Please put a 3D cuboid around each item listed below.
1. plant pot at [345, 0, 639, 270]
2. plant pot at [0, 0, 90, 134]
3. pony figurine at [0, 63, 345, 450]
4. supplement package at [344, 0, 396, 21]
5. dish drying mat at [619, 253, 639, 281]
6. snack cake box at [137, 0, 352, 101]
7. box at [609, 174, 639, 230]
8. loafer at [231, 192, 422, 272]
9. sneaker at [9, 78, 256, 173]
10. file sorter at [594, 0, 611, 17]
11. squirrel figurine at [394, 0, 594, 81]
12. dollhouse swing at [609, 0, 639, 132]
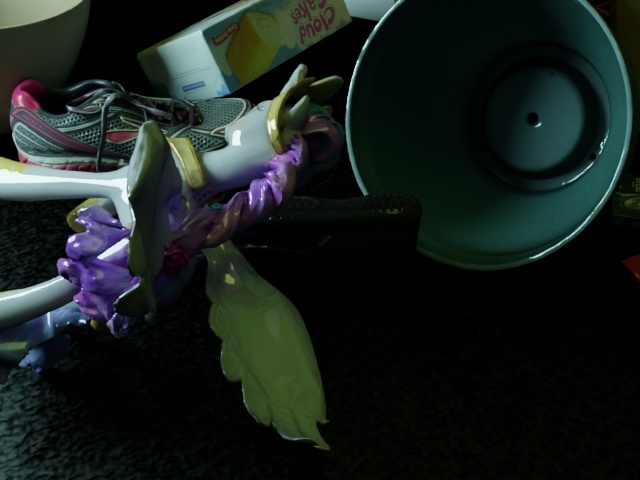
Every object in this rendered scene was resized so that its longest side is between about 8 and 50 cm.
[{"bbox_3d":[0.202,-0.128,0.884,0.293,0.293,0.196,25,21,28],"label":"plant pot"},{"bbox_3d":[-0.438,-0.249,1.076,0.284,0.191,0.284,6,39,-5],"label":"plant pot"},{"bbox_3d":[-0.142,0.002,0.732,0.363,0.303,0.351,-17,45,15],"label":"pony figurine"},{"bbox_3d":[0.106,-0.481,1.392,0.133,0.139,0.244,16,41,18],"label":"supplement package"},{"bbox_3d":[0.358,0.022,0.879,0.083,0.008,0.032,-16,43,-18],"label":"dish drying mat"},{"bbox_3d":[-0.101,-0.280,1.153,0.152,0.089,0.264,-4,28,47],"label":"snack cake box"},{"bbox_3d":[0.364,-0.042,0.947,0.067,0.018,0.083,10,41,13],"label":"box"},{"bbox_3d":[0.000,0.000,0.864,0.220,0.078,0.080,-1,20,28],"label":"loafer"},{"bbox_3d":[-0.223,-0.140,1.012,0.299,0.112,0.121,-5,39,-6],"label":"sneaker"},{"bbox_3d":[0.463,-0.417,1.188,0.182,0.291,0.202,-24,45,-21],"label":"file sorter"},{"bbox_3d":[0.197,-0.383,1.071,0.280,0.397,0.371,-3,45,6],"label":"squirrel figurine"},{"bbox_3d":[0.521,-0.341,1.061,0.304,0.347,0.315,-2,38,17],"label":"dollhouse swing"}]
